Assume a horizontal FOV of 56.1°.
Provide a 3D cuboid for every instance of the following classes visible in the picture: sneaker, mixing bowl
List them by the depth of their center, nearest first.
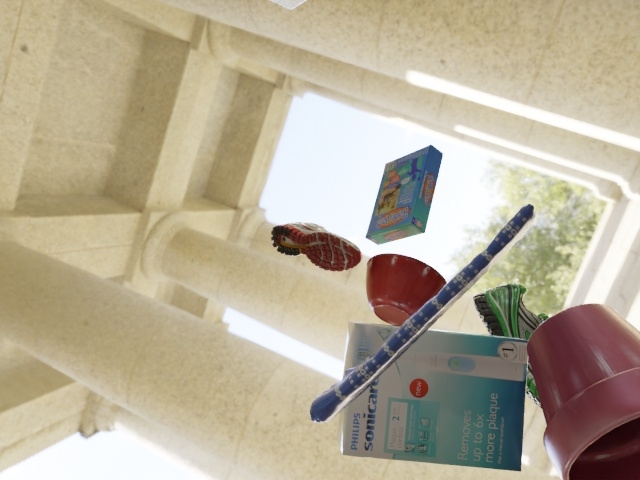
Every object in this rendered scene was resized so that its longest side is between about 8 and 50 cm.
[{"bbox_3d":[0.166,0.117,1.255,0.181,0.182,0.098,86,-154,-57],"label":"mixing bowl"},{"bbox_3d":[0.000,0.000,1.333,0.093,0.225,0.088,-26,-53,-47],"label":"sneaker"},{"bbox_3d":[0.489,0.247,1.373,0.146,0.343,0.134,-28,-22,8],"label":"sneaker"}]

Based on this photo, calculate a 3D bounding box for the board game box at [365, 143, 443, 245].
[{"bbox_3d":[0.192,-0.102,1.378,0.160,0.047,0.210,-16,50,54],"label":"board game box"}]

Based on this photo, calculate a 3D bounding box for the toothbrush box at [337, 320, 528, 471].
[{"bbox_3d":[0.185,0.258,1.026,0.126,0.296,0.216,106,171,-83],"label":"toothbrush box"}]

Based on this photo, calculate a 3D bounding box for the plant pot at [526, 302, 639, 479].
[{"bbox_3d":[0.356,0.185,0.745,0.180,0.202,0.201,-104,17,-48],"label":"plant pot"}]

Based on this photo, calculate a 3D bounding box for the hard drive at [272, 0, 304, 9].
[{"bbox_3d":[0.013,-0.590,1.239,0.203,0.308,0.040,-16,-95,-64],"label":"hard drive"}]

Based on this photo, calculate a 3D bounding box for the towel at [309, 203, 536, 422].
[{"bbox_3d":[0.129,0.088,0.751,0.336,0.040,0.243,-46,-13,7],"label":"towel"}]
